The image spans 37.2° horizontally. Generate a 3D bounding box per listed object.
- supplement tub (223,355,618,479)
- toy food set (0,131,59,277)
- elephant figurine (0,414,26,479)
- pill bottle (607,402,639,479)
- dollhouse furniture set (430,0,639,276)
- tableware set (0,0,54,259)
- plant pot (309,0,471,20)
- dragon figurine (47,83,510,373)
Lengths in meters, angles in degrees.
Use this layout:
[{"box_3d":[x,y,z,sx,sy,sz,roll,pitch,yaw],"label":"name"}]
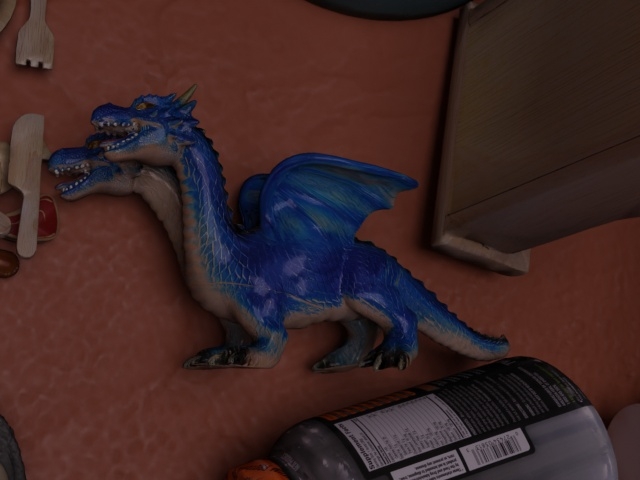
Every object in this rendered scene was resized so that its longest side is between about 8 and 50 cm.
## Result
[{"box_3d":[0.052,0.138,0.507,0.191,0.117,0.116,-13,87,-24],"label":"supplement tub"},{"box_3d":[-0.186,-0.003,0.481,0.122,0.019,0.077,-22,91,-32],"label":"toy food set"},{"box_3d":[-0.151,0.182,0.410,0.239,0.186,0.169,32,104,-5],"label":"elephant figurine"},{"box_3d":[0.264,0.143,0.615,0.152,0.086,0.086,8,79,-22],"label":"pill bottle"},{"box_3d":[0.305,-0.043,0.570,0.394,0.256,0.362,18,70,-24],"label":"dollhouse furniture set"},{"box_3d":[-0.194,-0.087,0.461,0.128,0.039,0.194,5,71,-23],"label":"tableware set"},{"box_3d":[0.064,-0.298,0.537,0.290,0.195,0.290,4,80,-22],"label":"plant pot"},{"box_3d":[0.000,0.000,0.522,0.289,0.085,0.143,5,80,-22],"label":"dragon figurine"}]
